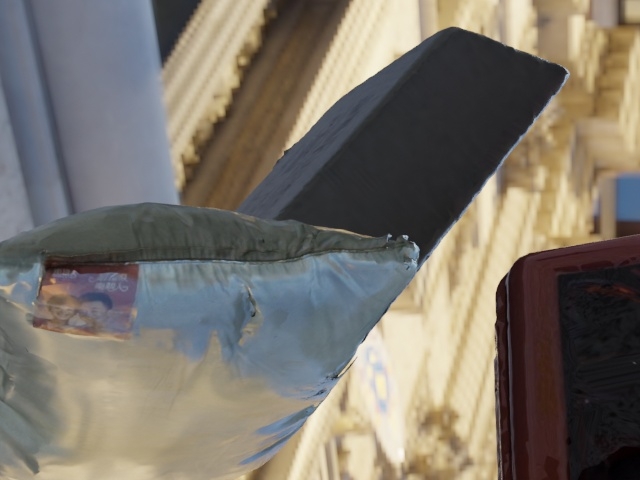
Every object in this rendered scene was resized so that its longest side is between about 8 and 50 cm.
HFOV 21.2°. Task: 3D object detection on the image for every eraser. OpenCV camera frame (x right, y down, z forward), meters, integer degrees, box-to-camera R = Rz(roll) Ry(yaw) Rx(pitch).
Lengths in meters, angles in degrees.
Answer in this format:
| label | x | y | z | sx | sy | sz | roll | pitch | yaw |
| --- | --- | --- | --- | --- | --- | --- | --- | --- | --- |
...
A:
| label | x | y | z | sx | sy | sz | roll | pitch | yaw |
| --- | --- | --- | --- | --- | --- | --- | --- | --- | --- |
| eraser | -0.001 | -0.001 | 0.873 | 0.111 | 0.077 | 0.352 | -33 | -168 | 49 |

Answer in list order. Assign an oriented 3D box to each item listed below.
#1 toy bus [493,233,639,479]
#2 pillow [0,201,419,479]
| label | x | y | z | sx | sy | sz | roll | pitch | yaw |
| --- | --- | --- | --- | --- | --- | --- | --- | --- | --- |
| toy bus | 0.188 | 0.204 | 0.760 | 0.233 | 0.203 | 0.427 | -5 | -127 | 9 |
| pillow | -0.056 | 0.041 | 0.558 | 0.128 | 0.229 | 0.051 | 0 | -111 | -14 |
